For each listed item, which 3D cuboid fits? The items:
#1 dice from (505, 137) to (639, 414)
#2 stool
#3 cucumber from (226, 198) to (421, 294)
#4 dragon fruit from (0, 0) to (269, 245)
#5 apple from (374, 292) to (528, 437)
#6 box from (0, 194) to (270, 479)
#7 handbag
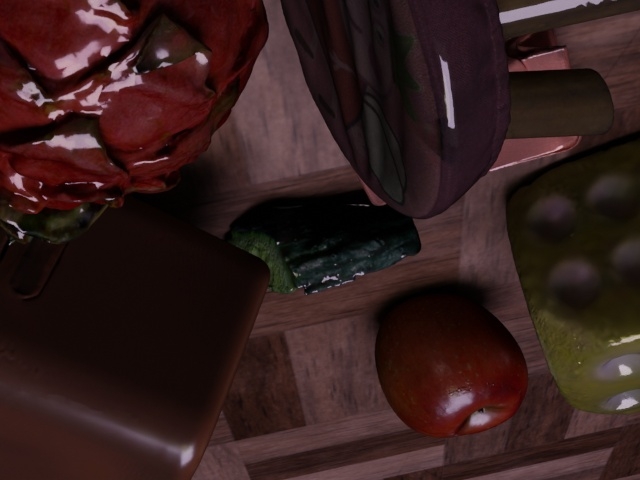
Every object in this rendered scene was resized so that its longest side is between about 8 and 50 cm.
[{"bbox_3d":[0.345,0.042,1.178,0.238,0.227,0.233,-20,147,14],"label":"dice"},{"bbox_3d":[0.089,-0.165,0.720,0.178,0.272,0.272,-20,152,-14],"label":"stool"},{"bbox_3d":[0.000,0.000,1.118,0.193,0.086,0.115,-9,-167,-9],"label":"cucumber"},{"bbox_3d":[-0.143,-0.142,0.671,0.244,0.244,0.299,4,130,-27],"label":"dragon fruit"},{"bbox_3d":[0.161,0.155,1.349,0.181,0.168,0.181,-12,147,-8],"label":"apple"},{"bbox_3d":[-0.211,0.130,1.013,0.229,0.239,0.339,23,143,-4],"label":"box"},{"bbox_3d":[0.124,-0.113,0.995,0.212,0.059,0.157,-18,150,9],"label":"handbag"}]
